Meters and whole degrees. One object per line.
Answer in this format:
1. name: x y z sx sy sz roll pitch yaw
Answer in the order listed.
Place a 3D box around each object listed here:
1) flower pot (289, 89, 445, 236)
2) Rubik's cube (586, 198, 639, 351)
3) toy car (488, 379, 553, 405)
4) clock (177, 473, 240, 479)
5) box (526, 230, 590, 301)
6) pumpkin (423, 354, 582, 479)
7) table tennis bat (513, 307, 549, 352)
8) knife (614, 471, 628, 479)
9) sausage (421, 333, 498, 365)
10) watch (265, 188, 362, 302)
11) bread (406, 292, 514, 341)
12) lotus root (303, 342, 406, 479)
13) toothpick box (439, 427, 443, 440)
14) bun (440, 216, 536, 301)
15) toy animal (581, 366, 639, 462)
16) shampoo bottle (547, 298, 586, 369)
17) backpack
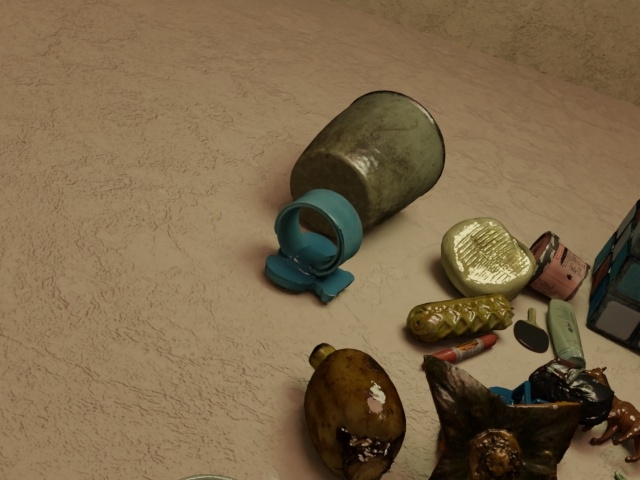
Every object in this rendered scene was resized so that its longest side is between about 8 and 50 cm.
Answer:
1. flower pot: 0.095 -0.168 2.084 0.294 0.293 0.330 34 41 15
2. Rubik's cube: 0.891 0.080 2.157 0.362 0.363 0.359 29 30 5
3. toy car: 0.398 0.335 1.695 0.191 0.100 0.097 19 34 -2
4. clock: -0.141 0.436 1.238 0.237 0.053 0.236 19 33 -13
5. box: 0.572 0.073 2.156 0.135 0.151 0.151 33 32 0
6. pumpkin: 0.288 0.355 1.489 0.290 0.258 0.095 16 -5 -8
7. table tennis bat: 0.488 0.203 2.029 0.087 0.013 0.156 24 33 1
8. knife: 0.630 0.518 1.661 0.030 0.014 0.207 -7 44 -42
9. sausage: 0.296 0.232 1.844 0.253 0.034 0.034 -11 46 -44
10. watch: 0.000 0.000 1.837 0.211 0.193 0.211 15 34 -10
11. bread: 0.297 0.166 1.887 0.270 0.087 0.098 -5 43 -37
12. lotus root: 0.055 0.282 1.483 0.142 0.169 0.314 21 29 -32
13. toothpick box: 0.319 0.357 1.597 0.184 0.120 0.120 28 32 0
14. bun: 0.388 0.052 2.076 0.230 0.145 0.229 3 68 -7
15. toy animal: 0.613 0.356 1.848 0.224 0.066 0.230 23 36 36
16. shampoo bottle: 0.566 0.217 2.025 0.072 0.049 0.212 19 33 -10
17. backpack: 0.507 0.304 1.780 0.165 0.105 0.120 17 21 31
